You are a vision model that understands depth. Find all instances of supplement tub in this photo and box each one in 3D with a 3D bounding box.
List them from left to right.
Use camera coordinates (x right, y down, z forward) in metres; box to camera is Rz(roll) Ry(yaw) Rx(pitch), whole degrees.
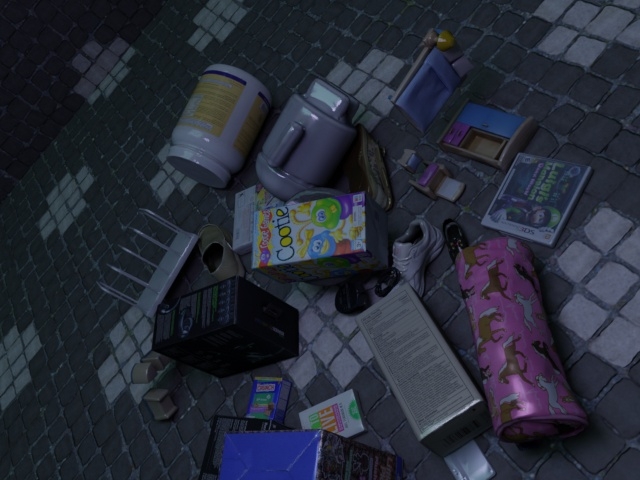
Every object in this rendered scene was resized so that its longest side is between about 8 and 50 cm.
[{"bbox_3d":[-0.319,-0.356,1.992,0.241,0.241,0.331,11,71,42],"label":"supplement tub"}]

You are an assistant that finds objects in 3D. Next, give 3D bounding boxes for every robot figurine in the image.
[{"bbox_3d":[-0.040,-0.244,1.670,0.200,0.300,0.353,38,107,19],"label":"robot figurine"}]

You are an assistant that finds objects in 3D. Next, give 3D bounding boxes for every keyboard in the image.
[{"bbox_3d":[0.248,0.371,1.253,0.072,0.014,0.256,-38,46,7],"label":"keyboard"}]

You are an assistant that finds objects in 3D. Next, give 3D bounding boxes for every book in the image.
[{"bbox_3d":[0.029,0.401,1.398,0.144,0.035,0.096,-30,53,19],"label":"book"}]

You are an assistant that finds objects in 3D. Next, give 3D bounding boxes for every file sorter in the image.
[{"bbox_3d":[-0.531,0.061,1.917,0.277,0.173,0.193,-62,24,-9],"label":"file sorter"}]

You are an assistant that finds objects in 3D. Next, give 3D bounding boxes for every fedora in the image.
[{"bbox_3d":[0.022,0.004,1.574,0.275,0.124,0.243,19,79,32],"label":"fedora"}]

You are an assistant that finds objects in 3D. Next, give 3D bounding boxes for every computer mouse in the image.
[{"bbox_3d":[0.110,0.115,1.448,0.242,0.041,0.071,-31,57,52],"label":"computer mouse"}]

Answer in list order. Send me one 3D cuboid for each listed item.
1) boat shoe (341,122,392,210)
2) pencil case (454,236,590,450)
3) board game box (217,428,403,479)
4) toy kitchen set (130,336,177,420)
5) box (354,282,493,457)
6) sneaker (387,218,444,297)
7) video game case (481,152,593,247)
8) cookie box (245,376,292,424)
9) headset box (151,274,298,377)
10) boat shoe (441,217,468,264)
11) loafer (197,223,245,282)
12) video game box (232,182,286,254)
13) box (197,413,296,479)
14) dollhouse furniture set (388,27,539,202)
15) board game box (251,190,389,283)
[{"bbox_3d":[0.122,-0.189,1.657,0.104,0.089,0.285,-48,35,43],"label":"boat shoe"},{"bbox_3d":[0.360,0.175,1.170,0.160,0.167,0.386,-14,54,11],"label":"pencil case"},{"bbox_3d":[-0.014,0.460,1.207,0.232,0.291,0.141,-13,58,34],"label":"board game box"},{"bbox_3d":[-0.433,0.370,1.765,0.122,0.166,0.207,-10,22,34],"label":"toy kitchen set"},{"bbox_3d":[0.206,0.251,1.269,0.148,0.121,0.311,-35,46,9],"label":"box"},{"bbox_3d":[0.188,0.052,1.421,0.090,0.115,0.232,12,72,42],"label":"sneaker"},{"bbox_3d":[0.460,-0.091,1.357,0.173,0.022,0.190,22,79,44],"label":"video game case"},{"bbox_3d":[-0.125,0.385,1.521,0.092,0.040,0.107,-7,59,37],"label":"cookie box"},{"bbox_3d":[-0.220,0.217,1.554,0.283,0.246,0.131,-21,53,29],"label":"headset box"},{"bbox_3d":[0.302,0.009,1.410,0.049,0.042,0.133,-26,52,21],"label":"boat shoe"},{"bbox_3d":[-0.301,0.029,1.844,0.102,0.092,0.268,-46,45,7],"label":"loafer"},{"bbox_3d":[-0.168,-0.078,1.836,0.187,0.048,0.205,-22,52,29],"label":"video game box"},{"bbox_3d":[-0.176,0.538,1.425,0.184,0.103,0.261,-8,59,39],"label":"box"},{"bbox_3d":[0.290,-0.265,1.402,0.198,0.303,0.286,31,86,46],"label":"dollhouse furniture set"},{"bbox_3d":[0.000,0.000,1.427,0.275,0.144,0.142,-9,68,25],"label":"board game box"}]
